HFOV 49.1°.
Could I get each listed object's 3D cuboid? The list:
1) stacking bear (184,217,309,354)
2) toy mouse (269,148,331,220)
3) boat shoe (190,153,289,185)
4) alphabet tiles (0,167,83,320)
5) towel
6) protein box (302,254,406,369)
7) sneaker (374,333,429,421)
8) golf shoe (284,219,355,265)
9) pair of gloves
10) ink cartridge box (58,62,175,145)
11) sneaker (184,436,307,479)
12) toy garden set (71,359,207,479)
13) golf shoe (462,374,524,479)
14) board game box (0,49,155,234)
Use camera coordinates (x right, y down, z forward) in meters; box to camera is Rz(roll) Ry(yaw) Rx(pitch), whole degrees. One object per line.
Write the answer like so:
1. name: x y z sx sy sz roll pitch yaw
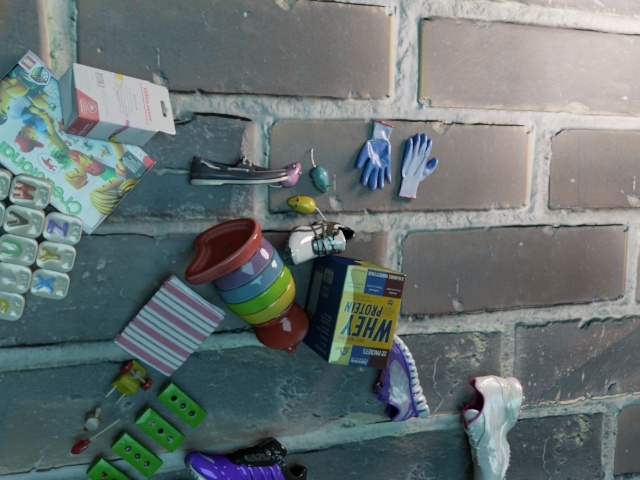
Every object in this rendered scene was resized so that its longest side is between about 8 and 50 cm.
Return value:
1. stacking bear: -0.126 0.110 1.453 0.164 0.175 0.289 -23 120 16
2. toy mouse: -0.031 -0.131 1.524 0.160 0.031 0.143 18 90 -21
3. boat shoe: -0.165 -0.146 1.448 0.205 0.075 0.065 -3 93 -12
4. alphabet tiles: -0.600 0.008 1.305 0.277 0.021 0.284 14 101 -16
5. towel: -0.309 0.178 1.434 0.144 0.029 0.197 39 105 -19
6. protein box: 0.062 0.146 1.502 0.135 0.199 0.201 10 93 -21
7. sneaker: 0.171 0.324 1.626 0.104 0.095 0.237 -21 104 -9
8. golf shoe: 0.000 0.000 1.473 0.198 0.093 0.077 -33 120 -53
9. pair of gloves: 0.178 -0.181 1.602 0.198 0.023 0.160 13 92 -21
10. ink cartridge box: -0.379 -0.248 1.318 0.198 0.067 0.116 6 64 -43
11. sneaker: -0.151 0.488 1.524 0.293 0.102 0.146 32 81 -26
12. toy garden set: -0.391 0.381 1.445 0.244 0.049 0.204 -47 111 -9
13. golf shoe: 0.401 0.478 1.728 0.140 0.115 0.307 14 85 -11
14. board game box: -0.495 -0.182 1.333 0.305 0.053 0.193 43 82 -20
